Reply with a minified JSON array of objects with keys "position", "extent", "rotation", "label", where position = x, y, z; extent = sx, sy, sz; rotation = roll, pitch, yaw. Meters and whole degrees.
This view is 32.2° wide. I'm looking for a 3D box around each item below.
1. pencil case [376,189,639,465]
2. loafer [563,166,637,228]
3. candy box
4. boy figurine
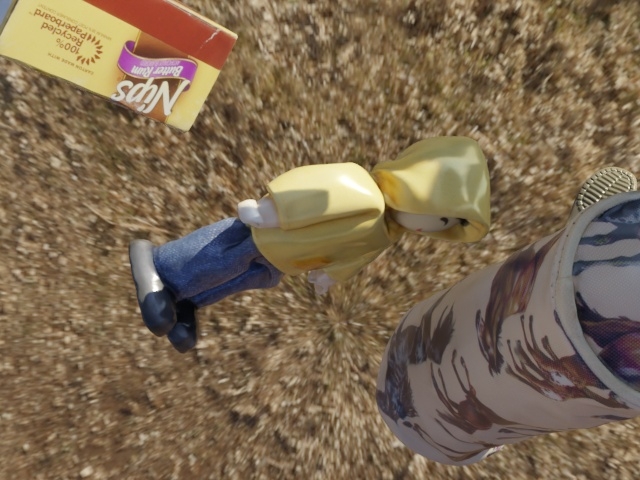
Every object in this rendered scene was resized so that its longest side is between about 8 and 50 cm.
[{"position":[0.185,0.090,0.922],"extent":[0.184,0.410,0.159],"rotation":[7,72,-15],"label":"pencil case"},{"position":[0.292,-0.017,1.202],"extent":[0.056,0.050,0.148],"rotation":[33,73,18],"label":"loafer"},{"position":[-0.137,-0.119,0.481],"extent":[0.187,0.109,0.053],"rotation":[33,98,35],"label":"candy box"},{"position":[0.000,0.000,0.880],"extent":[0.285,0.177,0.092],"rotation":[-18,64,5],"label":"boy figurine"}]
